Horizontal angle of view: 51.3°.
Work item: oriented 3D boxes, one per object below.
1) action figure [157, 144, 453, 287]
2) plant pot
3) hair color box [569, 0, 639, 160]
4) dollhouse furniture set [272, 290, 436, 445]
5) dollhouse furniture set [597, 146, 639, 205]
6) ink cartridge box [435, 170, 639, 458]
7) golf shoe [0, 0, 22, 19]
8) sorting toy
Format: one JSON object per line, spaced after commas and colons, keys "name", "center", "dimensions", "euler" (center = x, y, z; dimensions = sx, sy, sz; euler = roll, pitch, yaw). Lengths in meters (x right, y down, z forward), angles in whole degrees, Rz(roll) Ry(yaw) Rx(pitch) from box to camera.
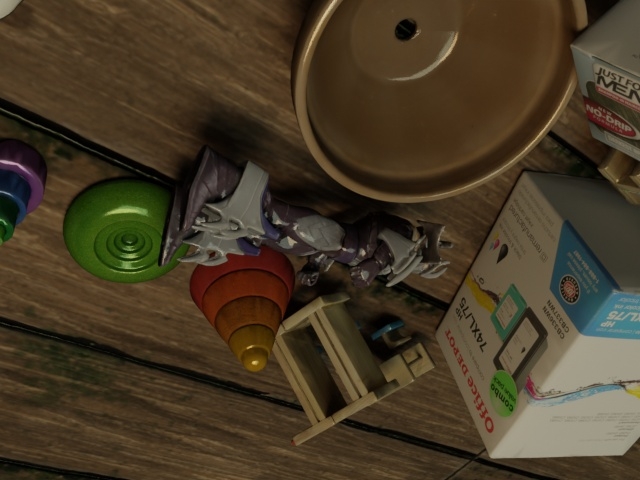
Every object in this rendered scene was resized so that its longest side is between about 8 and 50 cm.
{"name": "action figure", "center": [0.000, 0.000, 0.638], "dimensions": [0.285, 0.099, 0.185], "euler": [12, 165, -22]}
{"name": "plant pot", "center": [0.087, -0.156, 0.557], "dimensions": [0.237, 0.110, 0.237], "euler": [-7, 132, -8]}
{"name": "hair color box", "center": [0.395, -0.194, 0.486], "dimensions": [0.374, 0.185, 0.113], "euler": [-41, 135, -2]}
{"name": "dollhouse furniture set", "center": [0.028, 0.146, 0.822], "dimensions": [0.129, 0.129, 0.183], "euler": [-36, 165, 26]}
{"name": "dollhouse furniture set", "center": [0.446, -0.099, 0.642], "dimensions": [0.161, 0.212, 0.242], "euler": [33, 88, -34]}
{"name": "ink cartridge box", "center": [0.296, 0.093, 0.772], "dimensions": [0.197, 0.198, 0.270], "euler": [4, 128, -19]}
{"name": "golf shoe", "center": [-0.207, -0.218, 0.436], "dimensions": [0.077, 0.094, 0.198], "euler": [22, 123, -31]}
{"name": "sorting toy", "center": [-0.165, 0.037, 0.648], "dimensions": [0.365, 0.126, 0.127], "euler": [30, 117, -35]}
